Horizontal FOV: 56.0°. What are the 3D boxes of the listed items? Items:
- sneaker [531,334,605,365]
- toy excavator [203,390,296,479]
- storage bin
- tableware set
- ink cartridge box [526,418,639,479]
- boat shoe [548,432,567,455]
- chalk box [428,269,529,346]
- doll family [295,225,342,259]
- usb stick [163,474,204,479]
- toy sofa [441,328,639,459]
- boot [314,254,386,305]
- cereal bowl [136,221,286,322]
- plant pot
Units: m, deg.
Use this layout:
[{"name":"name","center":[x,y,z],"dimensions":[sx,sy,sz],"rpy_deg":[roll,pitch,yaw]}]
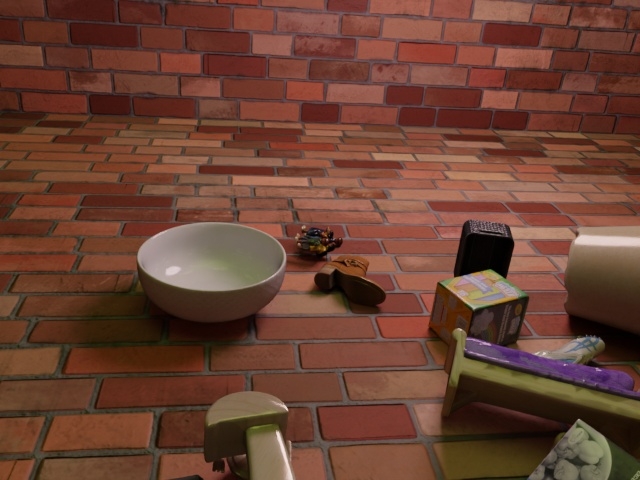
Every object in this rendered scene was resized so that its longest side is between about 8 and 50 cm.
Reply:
[{"name":"sneaker","center":[0.523,0.261,1.273],"dimensions":[0.237,0.085,0.086],"rpy_deg":[-10,56,-31]},{"name":"toy excavator","center":[-0.119,0.407,0.723],"dimensions":[0.445,0.223,0.432],"rpy_deg":[-17,36,-41]},{"name":"storage bin","center":[0.417,0.048,1.547],"dimensions":[0.122,0.180,0.084],"rpy_deg":[8,28,5]},{"name":"tableware set","center":[-0.111,0.394,0.944],"dimensions":[0.128,0.039,0.194],"rpy_deg":[12,31,-11]},{"name":"ink cartridge box","center":[0.407,0.406,0.883],"dimensions":[0.206,0.045,0.208],"rpy_deg":[-43,45,-12]},{"name":"boat shoe","center":[0.486,0.416,0.926],"dimensions":[0.109,0.098,0.302],"rpy_deg":[-15,33,-34]},{"name":"chalk box","center":[0.378,0.158,1.379],"dimensions":[0.213,0.133,0.132],"rpy_deg":[-9,30,-27]},{"name":"doll family","center":[0.000,0.000,1.694],"dimensions":[0.111,0.076,0.193],"rpy_deg":[4,24,10]},{"name":"usb stick","center":[-0.307,0.400,0.889],"dimensions":[0.277,0.045,0.077],"rpy_deg":[-4,29,-15]},{"name":"toy sofa","center":[0.411,0.259,1.101],"dimensions":[0.362,0.150,0.177],"rpy_deg":[12,56,13]},{"name":"boot","center":[0.098,0.089,1.538],"dimensions":[0.197,0.073,0.152],"rpy_deg":[19,26,21]},{"name":"cereal bowl","center":[-0.251,0.088,1.404],"dimensions":[0.338,0.141,0.339],"rpy_deg":[4,28,-2]},{"name":"plant pot","center":[0.752,0.090,1.414],"dimensions":[0.305,0.334,0.333],"rpy_deg":[9,25,31]}]
